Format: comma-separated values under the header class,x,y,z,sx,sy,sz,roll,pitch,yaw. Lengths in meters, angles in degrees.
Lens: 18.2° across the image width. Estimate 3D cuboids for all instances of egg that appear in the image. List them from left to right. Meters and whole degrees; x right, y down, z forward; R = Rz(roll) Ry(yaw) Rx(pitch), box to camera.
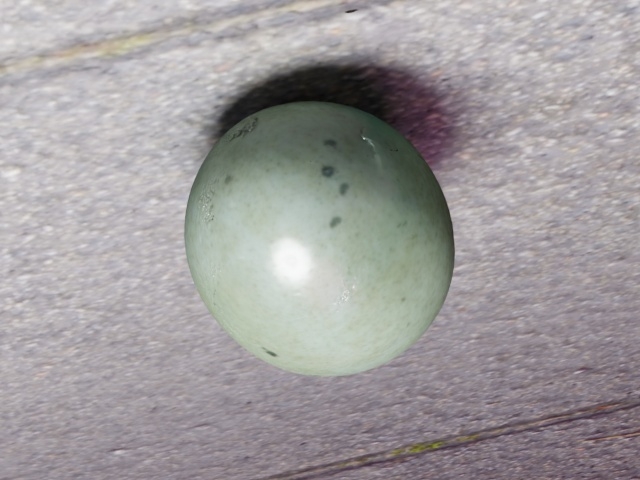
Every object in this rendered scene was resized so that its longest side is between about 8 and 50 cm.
class,x,y,z,sx,sy,sz,roll,pitch,yaw
egg,0.000,0.000,1.278,0.169,0.169,0.236,-15,160,5
